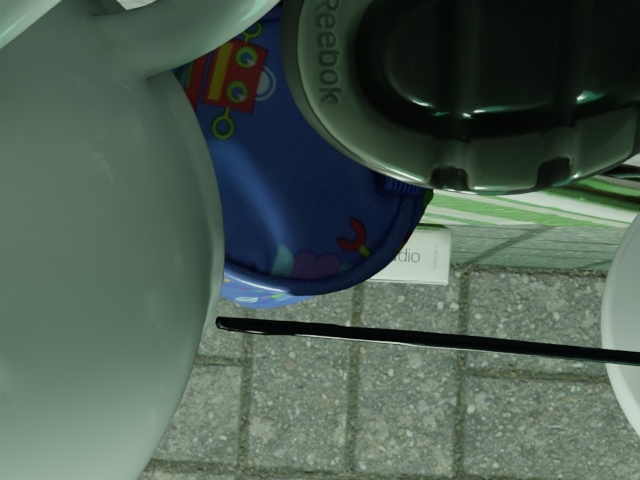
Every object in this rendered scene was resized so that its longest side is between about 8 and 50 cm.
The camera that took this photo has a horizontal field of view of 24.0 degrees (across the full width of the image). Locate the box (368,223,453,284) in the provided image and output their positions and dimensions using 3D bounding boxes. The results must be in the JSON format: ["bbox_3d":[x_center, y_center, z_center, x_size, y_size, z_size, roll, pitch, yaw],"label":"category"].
[{"bbox_3d":[0.000,0.000,1.508,0.232,0.058,0.322,3,-178,-1],"label":"box"}]

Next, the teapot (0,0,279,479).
[{"bbox_3d":[-0.118,-0.011,0.505,0.187,0.252,0.256,-26,-147,-34],"label":"teapot"}]

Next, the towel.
[{"bbox_3d":[0.075,-0.042,1.184,0.248,0.038,0.325,7,177,-40],"label":"towel"}]

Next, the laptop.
[{"bbox_3d":[0.118,-0.022,0.571,0.136,0.264,0.234,41,-177,8],"label":"laptop"}]

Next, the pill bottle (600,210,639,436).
[{"bbox_3d":[0.311,0.056,0.969,0.229,0.229,0.408,2,176,22],"label":"pill bottle"}]

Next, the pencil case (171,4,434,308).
[{"bbox_3d":[-0.016,-0.028,0.737,0.133,0.119,0.306,-2,177,-3],"label":"pencil case"}]

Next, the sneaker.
[{"bbox_3d":[0.123,-0.067,0.389,0.267,0.101,0.106,2,-161,-3],"label":"sneaker"}]
